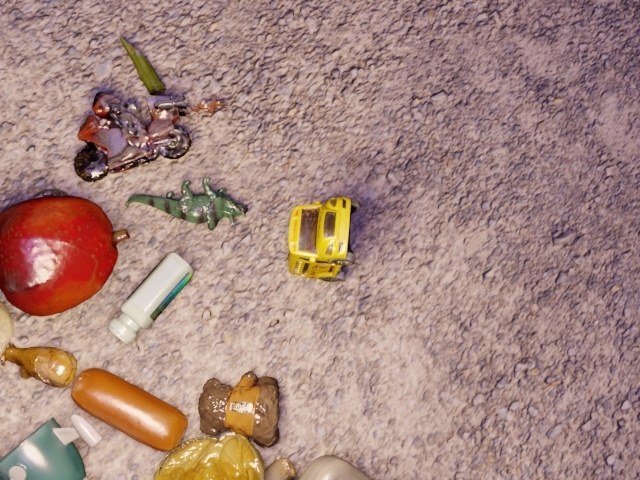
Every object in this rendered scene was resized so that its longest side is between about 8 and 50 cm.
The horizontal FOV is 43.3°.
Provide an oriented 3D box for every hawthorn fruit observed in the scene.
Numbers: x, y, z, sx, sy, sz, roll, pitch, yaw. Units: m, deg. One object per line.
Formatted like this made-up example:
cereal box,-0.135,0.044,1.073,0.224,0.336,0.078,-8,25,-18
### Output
hawthorn fruit,-0.581,0.021,1.801,0.307,0.265,0.265,-23,81,-17

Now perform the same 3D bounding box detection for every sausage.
sausage,-0.432,0.381,1.818,0.274,0.105,0.105,28,75,-1

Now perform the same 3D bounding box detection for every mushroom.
mushroom,-0.145,0.613,1.804,0.099,0.096,0.278,18,69,37

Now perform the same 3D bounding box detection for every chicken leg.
chicken leg,-0.641,0.278,1.826,0.207,0.101,0.085,12,71,16

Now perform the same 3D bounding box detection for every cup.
cup,-0.589,0.500,1.744,0.299,0.167,0.173,-39,95,12

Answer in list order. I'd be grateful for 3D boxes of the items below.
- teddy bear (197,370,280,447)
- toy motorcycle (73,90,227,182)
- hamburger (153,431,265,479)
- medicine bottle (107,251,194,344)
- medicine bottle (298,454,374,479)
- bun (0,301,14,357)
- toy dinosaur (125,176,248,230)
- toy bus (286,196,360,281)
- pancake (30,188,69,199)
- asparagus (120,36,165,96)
teddy bear,-0.185,0.386,1.839,0.190,0.140,0.177,4,80,2
toy motorcycle,-0.414,-0.283,1.957,0.400,0.134,0.207,-16,86,-10
hamburger,-0.248,0.562,1.746,0.284,0.134,0.266,-10,45,8
medicine bottle,-0.394,0.135,1.867,0.083,0.121,0.229,39,76,1
medicine bottle,-0.001,0.677,1.768,0.282,0.123,0.375,42,72,-22
bun,-0.806,0.204,1.783,0.237,0.116,0.210,-3,69,6
toy dinosaur,-0.320,-0.101,1.956,0.291,0.079,0.120,17,74,0
toy bus,0.000,0.000,1.845,0.152,0.330,0.144,6,76,-3
pancake,-0.648,-0.076,1.935,0.108,0.017,0.108,1,76,-4
asparagus,-0.450,-0.443,2.033,0.041,0.045,0.178,-23,79,-46
